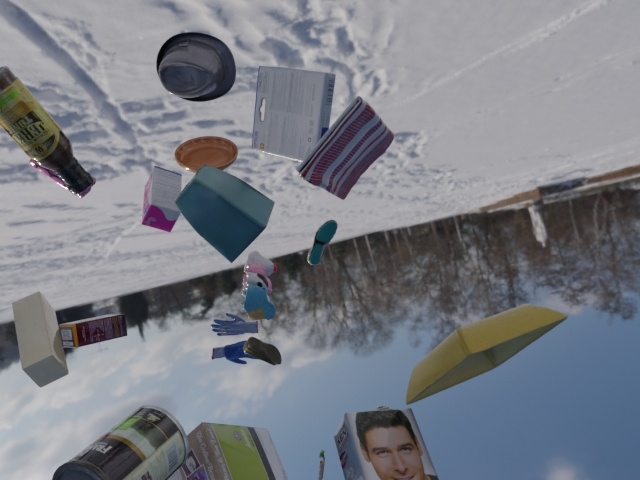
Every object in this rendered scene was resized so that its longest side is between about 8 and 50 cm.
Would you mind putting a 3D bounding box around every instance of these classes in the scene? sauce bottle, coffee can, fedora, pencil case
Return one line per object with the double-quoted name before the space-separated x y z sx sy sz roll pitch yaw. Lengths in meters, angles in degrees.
"sauce bottle" -0.710 -0.266 1.449 0.111 0.344 0.111 -22 -144 17
"coffee can" -0.494 0.572 1.444 0.202 0.201 0.275 -15 -173 25
"fedora" -0.435 -0.571 1.948 0.276 0.243 0.124 5 -145 3
"pencil case" -0.854 -0.234 1.918 0.095 0.209 0.098 -46 -168 21

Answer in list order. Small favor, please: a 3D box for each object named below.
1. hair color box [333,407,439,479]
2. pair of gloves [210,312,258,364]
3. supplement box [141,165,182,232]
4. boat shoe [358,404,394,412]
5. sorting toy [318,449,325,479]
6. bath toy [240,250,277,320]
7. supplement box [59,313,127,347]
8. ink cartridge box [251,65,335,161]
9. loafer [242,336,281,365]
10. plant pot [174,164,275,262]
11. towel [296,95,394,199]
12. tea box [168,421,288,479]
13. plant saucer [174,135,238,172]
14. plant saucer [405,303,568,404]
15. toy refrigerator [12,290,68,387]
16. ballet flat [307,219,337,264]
"hair color box" 0.173 0.583 1.327 0.186 0.113 0.374 2 -140 -19
"pair of gloves" -0.285 0.329 1.908 0.159 0.198 0.023 1 -156 -10
"supplement box" -0.579 -0.152 2.100 0.114 0.220 0.111 17 128 -28
"boat shoe" 0.201 0.583 1.891 0.226 0.075 0.083 -29 167 39
"sorting toy" 0.002 0.555 1.415 0.012 0.083 0.062 5 174 5
"bath toy" -0.222 0.161 2.111 0.129 0.151 0.348 15 -158 -11
"supplement box" -0.773 0.306 1.958 0.104 0.080 0.188 -8 180 42
"ink cartridge box" -0.105 -0.469 2.124 0.330 0.324 0.071 20 -160 36
"loafer" -0.180 0.345 1.773 0.050 0.148 0.056 -32 -145 28
"plant pot" -0.284 -0.093 1.648 0.166 0.234 0.165 -44 -163 26
"towel" 0.076 -0.224 1.469 0.237 0.037 0.329 -50 162 9
"tea box" -0.272 0.762 1.748 0.220 0.329 0.323 -42 142 13
"plant saucer" -0.362 -0.269 1.829 0.200 0.037 0.200 1 -141 -1
"plant saucer" 0.390 0.270 1.428 0.333 0.081 0.332 -13 152 -29
"toy refrigerator" -0.816 0.283 1.658 0.094 0.102 0.269 -26 -133 -14
"ballet flat" 0.000 0.000 2.639 0.091 0.241 0.077 24 -165 -18
